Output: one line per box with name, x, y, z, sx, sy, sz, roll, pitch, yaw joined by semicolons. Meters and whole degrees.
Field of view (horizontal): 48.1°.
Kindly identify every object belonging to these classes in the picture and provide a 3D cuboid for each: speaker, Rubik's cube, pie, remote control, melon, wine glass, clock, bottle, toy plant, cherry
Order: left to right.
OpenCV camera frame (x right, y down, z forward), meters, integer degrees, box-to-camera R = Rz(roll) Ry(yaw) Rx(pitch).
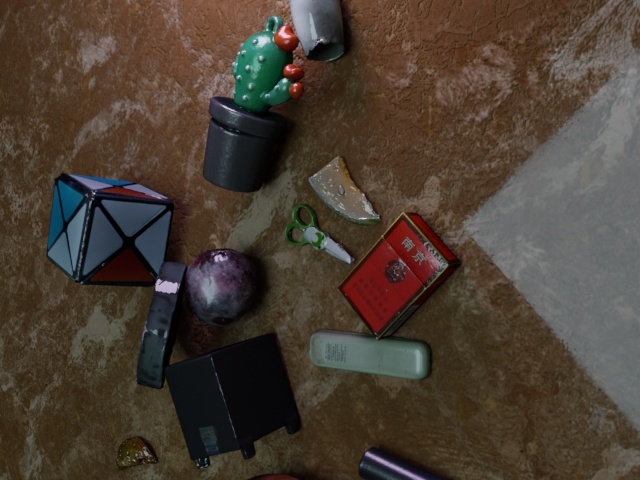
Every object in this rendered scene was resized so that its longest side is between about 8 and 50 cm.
Rubik's cube;-0.564;-0.027;1.913;0.246;0.250;0.248;23;103;48
pie;-0.555;0.625;2.103;0.191;0.033;0.088;-22;75;35
clock;-0.395;0.210;1.805;0.067;0.325;0.325;11;102;-7
cherry;-0.241;0.115;1.753;0.195;0.195;0.195;2;94;36
speaker;-0.205;0.378;1.709;0.184;0.232;0.254;-22;84;35
toy plant;-0.161;-0.324;1.670;0.279;0.185;0.400;-106;32;-66
wine glass;-0.010;-0.507;1.588;0.111;0.111;0.204;-18;79;36
melon;0.055;-0.093;1.612;0.098;0.054;0.182;-37;71;16
remote control;0.101;0.253;1.593;0.309;0.038;0.090;0;90;36
bottle;0.195;0.516;1.511;0.244;0.082;0.072;15;99;34

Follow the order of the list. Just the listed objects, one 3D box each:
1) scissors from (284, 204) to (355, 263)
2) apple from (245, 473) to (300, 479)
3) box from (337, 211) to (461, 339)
scissors;0.000;0.000;1.661;0.204;0.027;0.101;36;114;31
apple;-0.106;0.708;1.646;0.345;0.269;0.344;-12;76;56
box;0.162;0.076;1.516;0.240;0.074;0.153;-50;59;25
